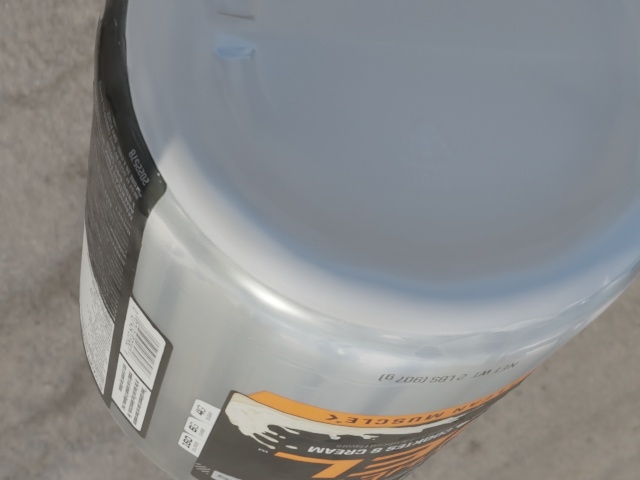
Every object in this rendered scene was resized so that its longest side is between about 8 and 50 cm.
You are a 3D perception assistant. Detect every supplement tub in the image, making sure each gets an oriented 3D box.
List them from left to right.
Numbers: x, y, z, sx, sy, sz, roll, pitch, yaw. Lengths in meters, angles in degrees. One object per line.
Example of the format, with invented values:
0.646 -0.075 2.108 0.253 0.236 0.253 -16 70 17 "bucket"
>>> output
0.000 0.000 0.525 0.193 0.194 0.316 -4 159 -13 "supplement tub"
